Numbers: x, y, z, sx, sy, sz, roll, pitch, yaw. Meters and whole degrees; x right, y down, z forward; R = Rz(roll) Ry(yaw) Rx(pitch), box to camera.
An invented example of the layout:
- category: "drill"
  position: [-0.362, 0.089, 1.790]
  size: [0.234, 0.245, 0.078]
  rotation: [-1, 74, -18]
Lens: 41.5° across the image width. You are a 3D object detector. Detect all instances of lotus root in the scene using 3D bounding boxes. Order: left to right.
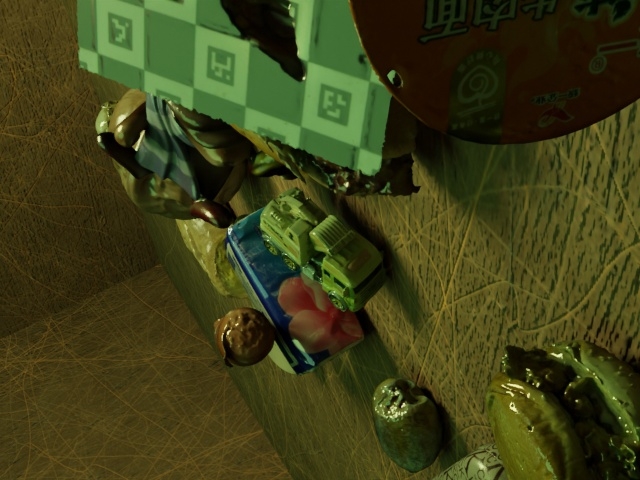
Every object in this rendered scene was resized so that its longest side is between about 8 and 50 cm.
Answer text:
- category: "lotus root"
  position: [0.129, 0.283, 1.253]
  size: [0.113, 0.088, 0.192]
  rotation: [40, 153, 41]

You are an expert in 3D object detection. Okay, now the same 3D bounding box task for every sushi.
- category: "sushi"
  position: [-0.068, -0.273, 0.751]
  size: [0.359, 0.064, 0.343]
  rotation: [22, 125, 22]

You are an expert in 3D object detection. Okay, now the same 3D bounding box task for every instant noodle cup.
- category: "instant noodle cup"
  position: [0.089, -0.192, 0.435]
  size: [0.182, 0.230, 0.230]
  rotation: [-119, 13, -49]

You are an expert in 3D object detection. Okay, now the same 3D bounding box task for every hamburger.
- category: "hamburger"
  position: [-0.018, -0.174, 0.871]
  size: [0.155, 0.245, 0.282]
  rotation: [95, 179, -63]
- category: "hamburger"
  position: [0.227, 0.190, 0.737]
  size: [0.215, 0.122, 0.189]
  rotation: [75, 167, -47]

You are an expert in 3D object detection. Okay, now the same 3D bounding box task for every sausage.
- category: "sausage"
  position: [-0.133, 0.162, 1.420]
  size: [0.419, 0.094, 0.094]
  rotation: [147, 132, -80]

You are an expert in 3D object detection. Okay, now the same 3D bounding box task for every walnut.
- category: "walnut"
  position: [-0.265, -0.167, 1.555]
  size: [0.273, 0.227, 0.273]
  rotation: [53, 155, 37]

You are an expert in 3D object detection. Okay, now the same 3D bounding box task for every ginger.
- category: "ginger"
  position: [-0.243, -0.011, 1.905]
  size: [0.354, 0.126, 0.190]
  rotation: [58, 143, 31]

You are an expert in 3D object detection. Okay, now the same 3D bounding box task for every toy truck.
- category: "toy truck"
  position: [0.000, 0.000, 1.147]
  size: [0.191, 0.085, 0.116]
  rotation: [39, 159, 23]

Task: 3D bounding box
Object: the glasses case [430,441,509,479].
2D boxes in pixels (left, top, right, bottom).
- category: "glasses case"
  position: [0.209, 0.356, 1.109]
  size: [0.137, 0.085, 0.355]
  rotation: [58, 163, 17]

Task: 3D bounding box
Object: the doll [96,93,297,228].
- category: "doll"
  position: [-0.139, -0.147, 1.133]
  size: [0.340, 0.317, 0.209]
  rotation: [128, 146, -67]

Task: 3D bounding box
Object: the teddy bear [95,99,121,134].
- category: "teddy bear"
  position: [-0.384, -0.236, 1.920]
  size: [0.156, 0.267, 0.256]
  rotation: [17, 135, 9]

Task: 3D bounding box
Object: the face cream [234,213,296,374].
- category: "face cream"
  position: [-0.097, 0.117, 1.721]
  size: [0.173, 0.081, 0.349]
  rotation: [51, 160, 39]

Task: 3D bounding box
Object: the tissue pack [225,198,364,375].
- category: "tissue pack"
  position: [-0.044, 0.080, 1.413]
  size: [0.270, 0.137, 0.209]
  rotation: [58, 166, 7]
